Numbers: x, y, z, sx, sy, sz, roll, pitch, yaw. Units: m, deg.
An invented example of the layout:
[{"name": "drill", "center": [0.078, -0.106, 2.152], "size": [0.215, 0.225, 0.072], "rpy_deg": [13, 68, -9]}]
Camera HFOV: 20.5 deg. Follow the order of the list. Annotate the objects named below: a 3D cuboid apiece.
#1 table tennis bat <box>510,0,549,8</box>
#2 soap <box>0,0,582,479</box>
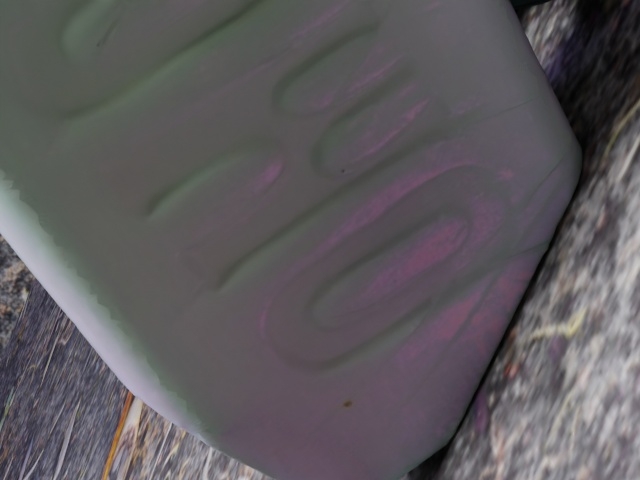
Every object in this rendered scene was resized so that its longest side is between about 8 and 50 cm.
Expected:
[{"name": "table tennis bat", "center": [0.065, -0.154, 0.782], "size": [0.244, 0.040, 0.153], "rpy_deg": [-40, 56, 29]}, {"name": "soap", "center": [-0.033, -0.058, 0.683], "size": [0.208, 0.347, 0.115], "rpy_deg": [-34, 37, -3]}]
